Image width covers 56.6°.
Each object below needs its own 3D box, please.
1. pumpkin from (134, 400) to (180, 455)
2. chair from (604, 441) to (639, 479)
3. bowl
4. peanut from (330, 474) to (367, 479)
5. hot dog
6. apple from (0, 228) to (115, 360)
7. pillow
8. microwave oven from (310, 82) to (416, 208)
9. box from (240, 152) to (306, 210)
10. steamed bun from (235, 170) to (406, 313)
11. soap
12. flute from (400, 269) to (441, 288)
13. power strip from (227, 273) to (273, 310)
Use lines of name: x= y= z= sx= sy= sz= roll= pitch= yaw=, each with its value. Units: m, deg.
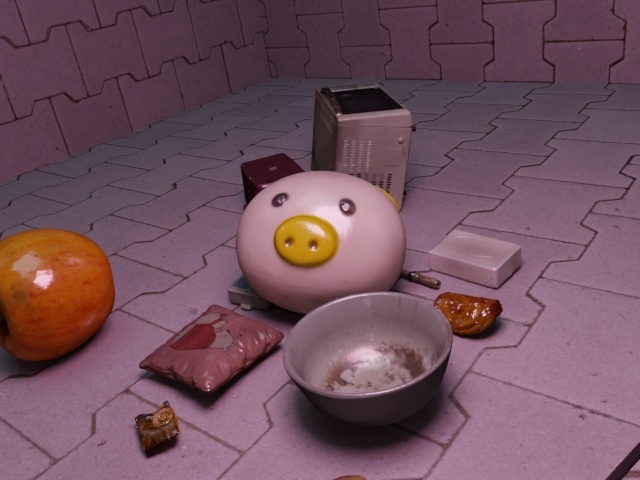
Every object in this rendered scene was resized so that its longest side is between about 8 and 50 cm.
pumpkin: x=-0.289 y=0.339 z=1.063 sx=0.073 sy=0.035 sz=0.101 roll=-27 pitch=34 yaw=-10
chair: x=0.326 y=0.365 z=0.675 sx=0.247 sy=0.158 sz=0.172 roll=-18 pitch=25 yaw=-20
bowl: x=0.089 y=0.225 z=1.038 sx=0.290 sy=0.146 sz=0.289 roll=-9 pitch=28 yaw=5
peanut: x=0.036 y=0.393 z=0.755 sx=0.129 sy=0.129 sz=0.224 roll=-3 pitch=18 yaw=13
hot dog: x=0.299 y=0.146 z=1.213 sx=0.147 sy=0.065 sz=0.099 roll=3 pitch=28 yaw=46
apple: x=-0.599 y=0.113 z=1.328 sx=0.275 sy=0.298 sz=0.299 roll=-15 pitch=24 yaw=-43
pillow: x=-0.222 y=0.218 z=1.217 sx=0.223 sy=0.084 sz=0.236 roll=9 pitch=30 yaw=35
microwave oven: x=0.124 y=-0.299 z=1.840 sx=0.247 sy=0.332 sz=0.394 roll=-2 pitch=27 yaw=-10
box: x=-0.132 y=-0.147 z=1.811 sx=0.194 sy=0.167 sz=0.294 roll=-15 pitch=28 yaw=-15
steamed bun: x=0.001 y=0.003 z=1.310 sx=0.374 sy=0.333 sz=0.334 roll=6 pitch=30 yaw=11
soap: x=0.362 y=0.041 z=1.398 sx=0.183 sy=0.063 sz=0.121 roll=16 pitch=39 yaw=42
flute: x=0.188 y=0.074 z=1.430 sx=0.233 sy=0.027 sz=0.027 roll=17 pitch=37 yaw=42
power strip: x=-0.117 y=0.085 z=1.487 sx=0.118 sy=0.046 sz=0.270 roll=7 pitch=30 yaw=29
